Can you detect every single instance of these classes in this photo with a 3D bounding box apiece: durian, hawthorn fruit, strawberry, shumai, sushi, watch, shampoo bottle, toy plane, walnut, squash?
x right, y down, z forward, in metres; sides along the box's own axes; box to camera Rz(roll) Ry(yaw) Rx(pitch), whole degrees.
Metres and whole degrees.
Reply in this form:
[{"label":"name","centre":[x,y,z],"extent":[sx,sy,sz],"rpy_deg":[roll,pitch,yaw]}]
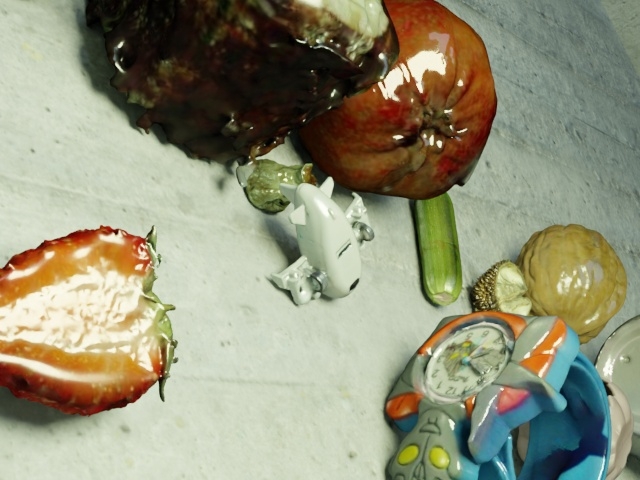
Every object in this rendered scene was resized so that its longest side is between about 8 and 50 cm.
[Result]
[{"label":"durian","centre":[0.279,0.093,1.619],"extent":[0.140,0.071,0.110],"rpy_deg":[-20,92,-56]},{"label":"hawthorn fruit","centre":[0.092,-0.211,1.446],"extent":[0.308,0.325,0.308],"rpy_deg":[-7,104,-29]},{"label":"strawberry","centre":[-0.230,0.088,0.882],"extent":[0.228,0.098,0.174],"rpy_deg":[-26,101,-47]},{"label":"shumai","centre":[-0.048,-0.081,1.302],"extent":[0.082,0.080,0.083],"rpy_deg":[55,33,1]},{"label":"sushi","centre":[-0.086,-0.265,1.211],"extent":[0.299,0.294,0.281],"rpy_deg":[36,33,-34]},{"label":"watch","centre":[0.235,0.263,1.267],"extent":[0.274,0.241,0.305],"rpy_deg":[45,61,-31]},{"label":"shampoo bottle","centre":[0.623,0.265,1.752],"extent":[0.266,0.273,0.273],"rpy_deg":[31,39,-46]},{"label":"toy plane","centre":[0.002,0.001,1.274],"extent":[0.174,0.080,0.174],"rpy_deg":[-16,111,-46]},{"label":"walnut","centre":[0.420,0.078,1.725],"extent":[0.213,0.213,0.213],"rpy_deg":[35,37,-32]},{"label":"squash","centre":[0.182,0.003,1.571],"extent":[0.066,0.066,0.229],"rpy_deg":[35,38,-33]}]

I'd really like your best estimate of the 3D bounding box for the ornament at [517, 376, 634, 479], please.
[{"label":"ornament","centre":[0.365,0.278,1.479],"extent":[0.177,0.177,0.177],"rpy_deg":[35,37,-32]}]
